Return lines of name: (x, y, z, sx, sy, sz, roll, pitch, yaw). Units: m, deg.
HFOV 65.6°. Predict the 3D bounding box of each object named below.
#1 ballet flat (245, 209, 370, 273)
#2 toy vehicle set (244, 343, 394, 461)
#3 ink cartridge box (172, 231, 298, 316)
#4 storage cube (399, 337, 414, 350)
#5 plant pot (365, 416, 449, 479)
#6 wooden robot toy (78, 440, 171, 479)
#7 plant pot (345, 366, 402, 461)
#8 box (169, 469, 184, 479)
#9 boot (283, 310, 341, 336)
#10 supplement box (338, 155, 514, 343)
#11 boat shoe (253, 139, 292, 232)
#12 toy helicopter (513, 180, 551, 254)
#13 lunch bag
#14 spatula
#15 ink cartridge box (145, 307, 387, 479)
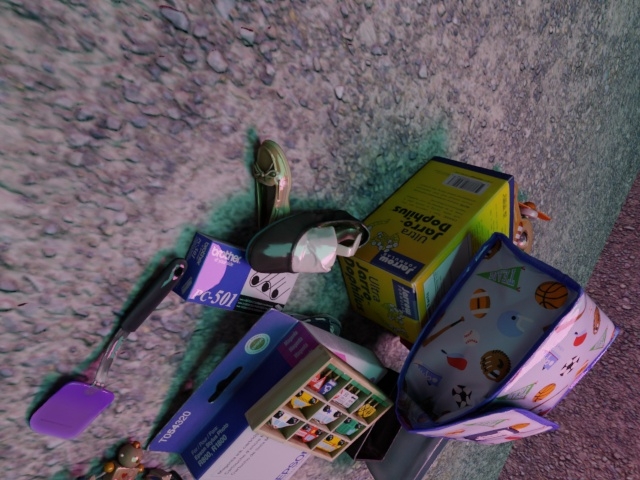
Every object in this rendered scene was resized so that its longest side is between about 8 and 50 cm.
ballet flat: (0.000, 0.000, 0.821, 0.280, 0.096, 0.095, -23, 130, -54)
toy vehicle set: (0.011, 0.291, 0.863, 0.166, 0.035, 0.267, -43, 136, 0)
ink cartridge box: (-0.127, 0.062, 0.795, 0.207, 0.046, 0.097, 23, 91, -51)
storage cube: (0.318, 0.193, 1.196, 0.214, 0.183, 0.193, -4, 110, -19)
plant pot: (0.204, 0.469, 1.235, 0.293, 0.196, 0.293, -40, 150, -29)
wooden robot toy: (-0.285, 0.351, 0.759, 0.173, 0.076, 0.079, 36, 71, -51)
plant pot: (0.087, 0.344, 1.077, 0.188, 0.166, 0.187, -58, 147, -7)
box: (-0.296, 0.496, 0.810, 0.180, 0.077, 0.148, -16, 120, -43)
boot: (0.000, 0.186, 0.969, 0.190, 0.086, 0.069, 15, 98, -50)
supplement box: (0.232, 0.010, 1.049, 0.356, 0.195, 0.194, -41, 135, -27)
boat shoe: (-0.079, -0.079, 0.769, 0.048, 0.056, 0.153, -34, 139, -38)
toy helicopter: (0.568, -0.053, 1.439, 0.235, 0.140, 0.355, -52, 137, -18)
lunch bag: (0.350, 0.234, 0.957, 0.327, 0.239, 0.386, 30, 100, -45)
spatula: (-0.279, 0.145, 0.683, 0.297, 0.030, 0.084, -57, 138, -9)
ink cartridge box: (-0.074, 0.298, 0.882, 0.324, 0.071, 0.330, -49, 139, 7)
